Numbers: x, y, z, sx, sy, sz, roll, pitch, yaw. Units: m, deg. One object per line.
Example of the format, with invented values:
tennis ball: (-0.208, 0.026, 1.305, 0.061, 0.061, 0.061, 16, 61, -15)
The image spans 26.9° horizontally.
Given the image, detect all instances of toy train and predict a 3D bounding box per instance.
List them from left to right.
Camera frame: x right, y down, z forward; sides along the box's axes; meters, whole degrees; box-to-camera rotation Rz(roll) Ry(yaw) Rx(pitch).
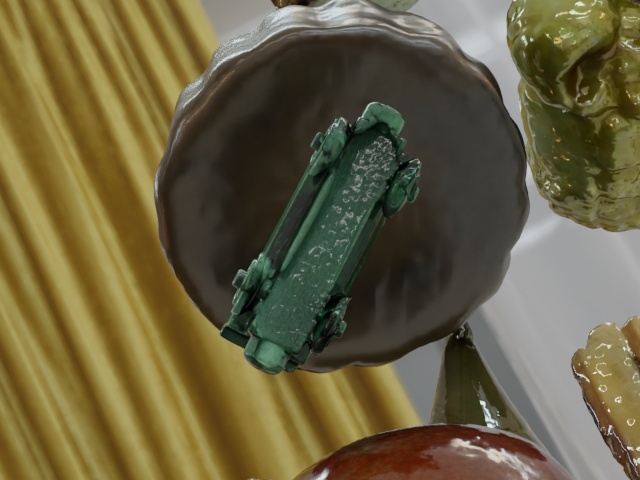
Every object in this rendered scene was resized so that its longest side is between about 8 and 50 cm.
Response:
toy train: (0.000, 0.000, 0.793, 0.172, 0.070, 0.099, -62, 4, -9)

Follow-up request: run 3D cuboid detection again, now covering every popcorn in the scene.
popcorn: (0.285, -0.132, 1.174, 0.225, 0.173, 0.286, -19, -41, 1)

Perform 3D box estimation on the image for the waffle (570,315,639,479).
waffle: (0.136, 0.100, 0.426, 0.042, 0.148, 0.102, -31, -45, 12)

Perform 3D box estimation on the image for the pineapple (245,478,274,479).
pineapple: (-0.110, 0.444, 1.505, 0.352, 0.300, 0.352, -20, -21, -8)

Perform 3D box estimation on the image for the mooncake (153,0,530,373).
mooncake: (0.016, -0.049, 1.056, 0.290, 0.290, 0.161, -29, 20, 4)

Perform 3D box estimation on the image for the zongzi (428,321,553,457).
zongzi: (0.264, 0.296, 1.059, 0.447, 0.418, 0.181, 12, -21, 1)

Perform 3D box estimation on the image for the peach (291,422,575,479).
peach: (0.070, 0.225, 0.758, 0.252, 0.252, 0.252, -27, -14, -7)

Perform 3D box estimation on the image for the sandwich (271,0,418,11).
sandwich: (0.093, -0.362, 1.487, 0.249, 0.095, 0.273, -11, -28, -50)
